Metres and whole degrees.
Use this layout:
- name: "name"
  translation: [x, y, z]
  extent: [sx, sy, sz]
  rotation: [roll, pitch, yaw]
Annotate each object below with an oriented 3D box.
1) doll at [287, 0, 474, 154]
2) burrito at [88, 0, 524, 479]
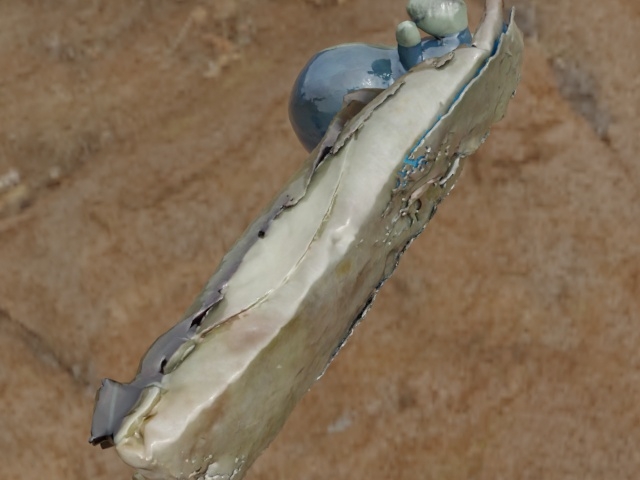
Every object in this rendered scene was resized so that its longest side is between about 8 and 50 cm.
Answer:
- name: "doll"
  translation: [0.027, -0.060, 0.589]
  extent: [0.083, 0.076, 0.050]
  rotation: [-18, 70, 10]
- name: "burrito"
  translation: [0.002, 0.001, 0.404]
  extent: [0.042, 0.051, 0.171]
  rotation: [27, 62, 15]
